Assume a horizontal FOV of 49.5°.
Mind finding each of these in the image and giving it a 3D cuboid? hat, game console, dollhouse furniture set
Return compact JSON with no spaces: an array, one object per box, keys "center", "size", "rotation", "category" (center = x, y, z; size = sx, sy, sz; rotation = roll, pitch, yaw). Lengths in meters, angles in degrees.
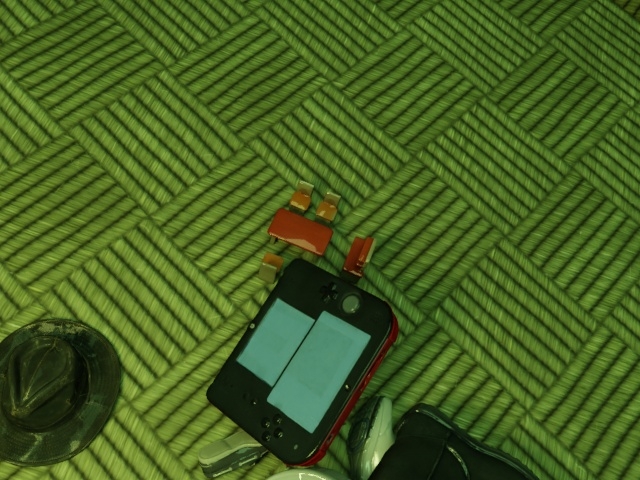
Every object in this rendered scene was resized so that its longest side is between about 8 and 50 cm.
[{"center":[-0.591,0.305,1.476],"size":[0.331,0.134,0.331],"rotation":[4,64,-9],"category":"hat"},{"center":[-0.044,0.252,1.495],"size":[0.342,0.060,0.386],"rotation":[27,78,36],"category":"game console"},{"center":[0.000,0.000,1.717],"size":[0.259,0.135,0.262],"rotation":[22,63,2],"category":"dollhouse furniture set"}]

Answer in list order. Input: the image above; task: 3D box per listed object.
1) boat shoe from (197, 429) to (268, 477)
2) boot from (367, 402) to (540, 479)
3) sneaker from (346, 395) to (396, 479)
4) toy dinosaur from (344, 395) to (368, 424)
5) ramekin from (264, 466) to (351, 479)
[{"center":[-0.166,0.462,1.523],"size":[0.206,0.075,0.065],"rotation":[-14,111,-21],"category":"boat shoe"},{"center":[0.254,0.538,1.326],"size":[0.367,0.146,0.445],"rotation":[31,21,11],"category":"boot"},{"center":[0.127,0.495,1.535],"size":[0.129,0.111,0.297],"rotation":[18,66,-18],"category":"sneaker"},{"center":[0.067,0.280,1.572],"size":[0.295,0.127,0.200],"rotation":[-37,67,-17],"category":"toy dinosaur"},{"center":[-0.014,0.582,1.388],"size":[0.273,0.127,0.273],"rotation":[-1,86,19],"category":"ramekin"}]
